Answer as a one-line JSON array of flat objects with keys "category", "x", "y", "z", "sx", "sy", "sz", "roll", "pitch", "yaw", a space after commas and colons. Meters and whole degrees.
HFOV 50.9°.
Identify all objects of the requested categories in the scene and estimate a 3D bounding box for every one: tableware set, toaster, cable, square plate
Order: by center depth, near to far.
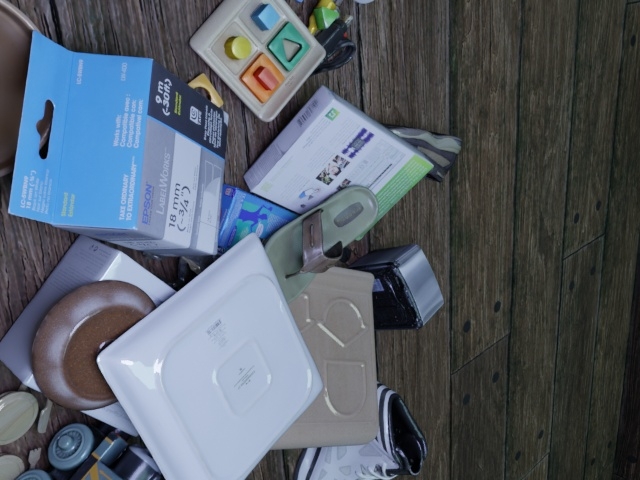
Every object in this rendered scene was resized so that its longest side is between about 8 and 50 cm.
[{"category": "tableware set", "x": -0.492, "y": 0.314, "z": 1.029, "sx": 0.128, "sy": 0.039, "sz": 0.194, "roll": 1, "pitch": 108, "yaw": -57}, {"category": "square plate", "x": -0.138, "y": 0.217, "z": 1.073, "sx": 0.347, "sy": 0.049, "sz": 0.344, "roll": -42, "pitch": 121, "yaw": -40}, {"category": "cable", "x": -0.033, "y": -0.340, "z": 1.274, "sx": 0.287, "sy": 0.072, "sz": 0.139, "roll": -46, "pitch": 149, "yaw": -8}, {"category": "toaster", "x": 0.165, "y": 0.105, "z": 1.482, "sx": 0.110, "sy": 0.186, "sz": 0.168, "roll": -36, "pitch": 105, "yaw": -38}]

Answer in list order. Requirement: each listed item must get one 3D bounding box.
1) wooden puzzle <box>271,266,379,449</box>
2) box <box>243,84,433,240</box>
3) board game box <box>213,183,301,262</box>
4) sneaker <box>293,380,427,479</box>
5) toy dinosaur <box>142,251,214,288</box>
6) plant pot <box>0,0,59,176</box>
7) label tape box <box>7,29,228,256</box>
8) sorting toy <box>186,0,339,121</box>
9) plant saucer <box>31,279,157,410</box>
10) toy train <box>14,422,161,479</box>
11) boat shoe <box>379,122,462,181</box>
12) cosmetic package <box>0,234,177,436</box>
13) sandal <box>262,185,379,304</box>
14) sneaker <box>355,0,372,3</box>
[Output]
[{"category": "wooden puzzle", "x": -0.024, "y": 0.220, "z": 1.303, "sx": 0.322, "sy": 0.080, "sz": 0.347, "roll": 11, "pitch": 74, "yaw": -39}, {"category": "box", "x": 0.043, "y": -0.136, "z": 1.308, "sx": 0.322, "sy": 0.058, "sz": 0.232, "roll": 25, "pitch": 118, "yaw": -43}, {"category": "board game box", "x": -0.123, "y": 0.003, "z": 1.279, "sx": 0.210, "sy": 0.047, "sz": 0.160, "roll": 23, "pitch": 87, "yaw": -45}, {"category": "sneaker", "x": 0.089, "y": 0.524, "z": 1.506, "sx": 0.169, "sy": 0.257, "sz": 0.447, "roll": -5, "pitch": 107, "yaw": -44}, {"category": "toy dinosaur", "x": -0.231, "y": 0.026, "z": 1.150, "sx": 0.118, "sy": 0.064, "sz": 0.268, "roll": -22, "pitch": 106, "yaw": -4}, {"category": "plant pot", "x": -0.462, "y": -0.197, "z": 0.839, "sx": 0.237, "sy": 0.110, "sz": 0.237, "roll": -17, "pitch": 116, "yaw": -40}, {"category": "label tape box", "x": -0.258, "y": -0.117, "z": 0.948, "sx": 0.334, "sy": 0.106, "sz": 0.240, "roll": 26, "pitch": 66, "yaw": -68}, {"category": "sorting toy", "x": -0.099, "y": -0.330, "z": 1.154, "sx": 0.196, "sy": 0.047, "sz": 0.347, "roll": 43, "pitch": 78, "yaw": -29}, {"category": "plant saucer", "x": -0.307, "y": 0.156, "z": 0.962, "sx": 0.199, "sy": 0.036, "sz": 0.198, "roll": -15, "pitch": 112, "yaw": -40}, {"category": "toy train", "x": -0.393, "y": 0.437, "z": 1.035, "sx": 0.334, "sy": 0.190, "sz": 0.142, "roll": -50, "pitch": 145, "yaw": -26}, {"category": "boat shoe", "x": 0.186, "y": -0.181, "z": 1.465, "sx": 0.355, "sy": 0.132, "sz": 0.130, "roll": 0, "pitch": 103, "yaw": -43}, {"category": "cosmetic package", "x": -0.333, "y": 0.149, "z": 1.057, "sx": 0.224, "sy": 0.138, "sz": 0.224, "roll": 46, "pitch": 69, "yaw": -42}, {"category": "sandal", "x": 0.000, "y": -0.002, "z": 1.234, "sx": 0.303, "sy": 0.086, "sz": 0.120, "roll": -43, "pitch": 111, "yaw": -20}, {"category": "sneaker", "x": 0.014, "y": -0.556, "z": 1.225, "sx": 0.256, "sy": 0.094, "sz": 0.151, "roll": 40, "pitch": 36, "yaw": -24}]
